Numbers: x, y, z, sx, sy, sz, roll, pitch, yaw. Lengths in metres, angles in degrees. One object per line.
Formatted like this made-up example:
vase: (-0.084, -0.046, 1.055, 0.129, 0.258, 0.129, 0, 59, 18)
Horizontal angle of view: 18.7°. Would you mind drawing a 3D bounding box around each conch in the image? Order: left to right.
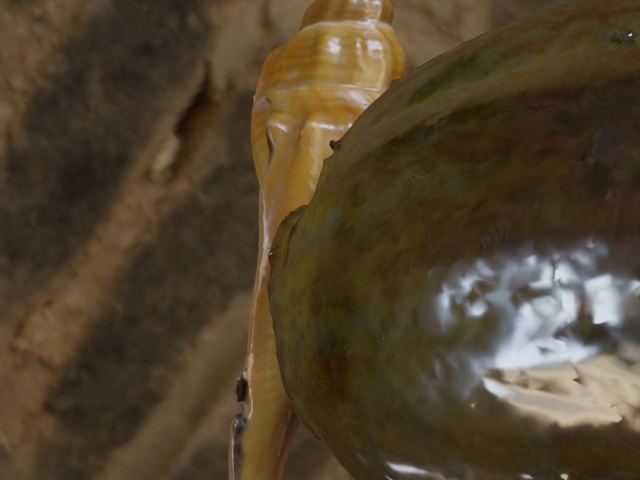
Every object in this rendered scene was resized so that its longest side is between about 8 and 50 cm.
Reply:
conch: (0.005, 0.001, 1.011, 0.093, 0.330, 0.109, 6, -12, -9)

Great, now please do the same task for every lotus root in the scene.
lotus root: (0.100, 0.008, 0.407, 0.241, 0.124, 0.123, -3, -39, 21)
